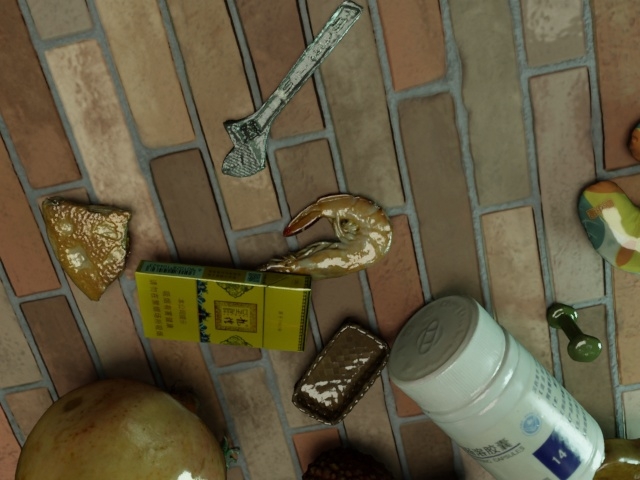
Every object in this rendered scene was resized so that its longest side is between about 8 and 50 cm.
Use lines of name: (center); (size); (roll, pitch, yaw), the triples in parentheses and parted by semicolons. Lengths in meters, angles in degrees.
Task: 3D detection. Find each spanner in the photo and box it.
spanner: (-0.049, -0.223, 0.908); (0.093, 0.026, 0.325); (39, 105, -12)

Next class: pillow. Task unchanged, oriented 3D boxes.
pillow: (0.523, -0.057, 0.931); (0.214, 0.086, 0.233); (36, 109, 0)

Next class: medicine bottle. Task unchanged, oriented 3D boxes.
medicine bottle: (0.281, 0.257, 0.983); (0.190, 0.190, 0.332); (-43, 104, 14)

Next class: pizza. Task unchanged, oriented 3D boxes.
pizza: (-0.365, -0.007, 0.979); (0.161, 0.062, 0.182); (-30, 101, 18)

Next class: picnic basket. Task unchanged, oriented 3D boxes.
picnic basket: (0.035, 0.225, 1.049); (0.110, 0.055, 0.193); (33, 107, -9)

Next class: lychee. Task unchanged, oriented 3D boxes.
lychee: (0.050, 0.460, 1.077); (0.188, 0.188, 0.188); (0, 109, 1)

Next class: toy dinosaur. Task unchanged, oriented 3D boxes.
toy dinosaur: (-0.185, 0.398, 1.135); (0.062, 0.021, 0.083); (-16, 110, 20)

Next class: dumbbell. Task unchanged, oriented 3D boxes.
dumbbell: (0.409, 0.148, 0.979); (0.052, 0.118, 0.046); (12, 113, -5)

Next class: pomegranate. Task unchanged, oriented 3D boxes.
pomegranate: (-0.305, 0.372, 0.990); (0.339, 0.338, 0.337); (0, 109, 1)

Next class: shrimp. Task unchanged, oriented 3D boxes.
shrimp: (0.000, 0.001, 0.973); (0.236, 0.053, 0.132); (-17, 103, 9)

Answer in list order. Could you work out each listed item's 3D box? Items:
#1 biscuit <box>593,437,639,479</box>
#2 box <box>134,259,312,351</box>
biscuit: (0.506, 0.495, 1.095); (0.382, 0.074, 0.358); (-12, 118, -1)
box: (-0.158, 0.110, 0.999); (0.279, 0.041, 0.153); (6, 129, 0)
